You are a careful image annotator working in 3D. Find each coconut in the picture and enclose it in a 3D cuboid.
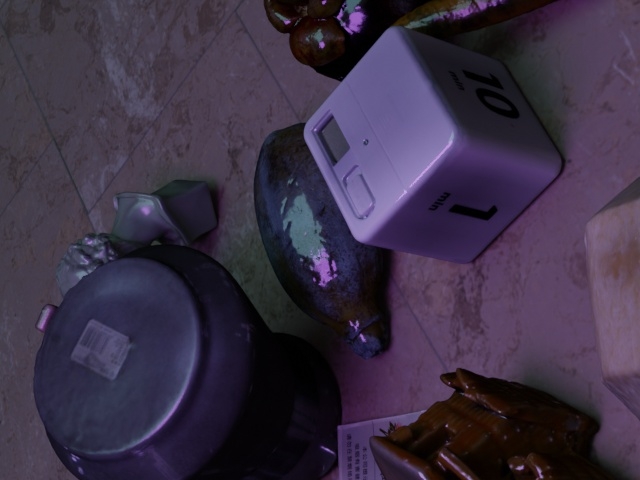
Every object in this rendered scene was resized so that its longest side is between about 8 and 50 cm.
[{"bbox_3d":[0.397,0.041,1.439,0.323,0.323,0.323,-12,73,45],"label":"coconut"}]

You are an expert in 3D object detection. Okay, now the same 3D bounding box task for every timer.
[{"bbox_3d":[0.130,-0.109,1.823,0.194,0.195,0.192,-48,51,30],"label":"timer"}]

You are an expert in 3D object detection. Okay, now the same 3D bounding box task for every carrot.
[{"bbox_3d":[0.210,-0.284,1.802,0.314,0.066,0.066,-21,65,19],"label":"carrot"}]

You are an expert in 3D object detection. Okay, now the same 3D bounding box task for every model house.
[{"bbox_3d":[0.210,0.250,1.672,0.229,0.220,0.199,-40,26,-24],"label":"model house"}]

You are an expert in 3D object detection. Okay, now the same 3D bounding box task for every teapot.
[{"bbox_3d":[-0.179,0.179,1.948,0.376,0.361,0.306,22,83,36],"label":"teapot"}]

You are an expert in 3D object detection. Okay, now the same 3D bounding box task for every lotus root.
[{"bbox_3d":[0.000,0.000,1.979,0.158,0.140,0.322,-34,61,37],"label":"lotus root"}]

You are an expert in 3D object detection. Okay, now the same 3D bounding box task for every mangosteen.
[{"bbox_3d":[0.027,-0.297,1.934,0.211,0.250,0.211,-10,77,51],"label":"mangosteen"}]

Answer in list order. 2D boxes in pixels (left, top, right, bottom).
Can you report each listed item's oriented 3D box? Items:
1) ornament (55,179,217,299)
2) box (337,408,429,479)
[{"bbox_3d":[-0.263,0.000,2.169,0.130,0.285,0.120,-8,120,36],"label":"ornament"},{"bbox_3d":[0.097,0.268,1.897,0.198,0.029,0.109,-16,70,44],"label":"box"}]
